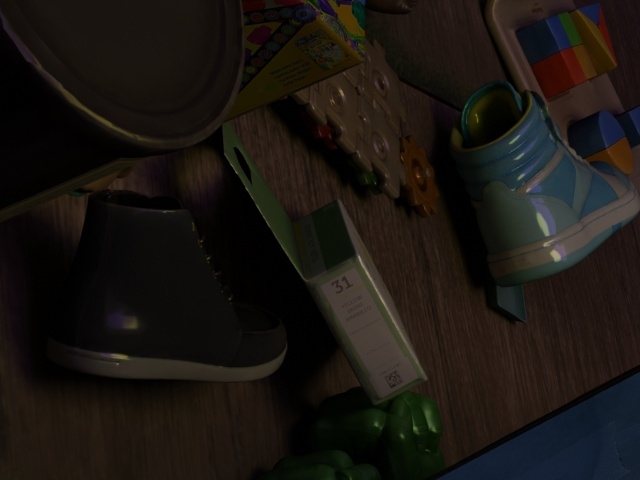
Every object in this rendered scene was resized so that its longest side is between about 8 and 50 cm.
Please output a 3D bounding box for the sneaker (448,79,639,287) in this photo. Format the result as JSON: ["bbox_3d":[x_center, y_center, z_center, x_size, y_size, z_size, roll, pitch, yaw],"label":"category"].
[{"bbox_3d":[0.250,-0.091,1.573,0.319,0.127,0.208,-33,103,-60],"label":"sneaker"}]

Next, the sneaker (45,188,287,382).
[{"bbox_3d":[-0.086,0.031,0.981,0.222,0.083,0.118,4,102,-57],"label":"sneaker"}]

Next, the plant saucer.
[{"bbox_3d":[0.197,-0.004,1.575,0.067,0.018,0.192,31,49,-48],"label":"plant saucer"}]

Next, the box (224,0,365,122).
[{"bbox_3d":[-0.111,-0.289,1.080,0.279,0.177,0.290,38,43,-42],"label":"box"}]

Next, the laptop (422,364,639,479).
[{"bbox_3d":[0.176,0.344,1.014,0.408,0.236,0.382,-75,154,-44],"label":"laptop"}]

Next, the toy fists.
[{"bbox_3d":[0.030,0.206,1.101,0.142,0.096,0.279,64,32,-9],"label":"toy fists"}]

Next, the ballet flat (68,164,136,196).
[{"bbox_3d":[-0.145,-0.079,0.912,0.080,0.073,0.232,48,2,-6],"label":"ballet flat"}]

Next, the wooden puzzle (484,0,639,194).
[{"bbox_3d":[0.357,-0.189,1.882,0.322,0.080,0.348,-27,96,-60],"label":"wooden puzzle"}]

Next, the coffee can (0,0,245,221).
[{"bbox_3d":[-0.206,-0.096,0.712,0.201,0.275,0.201,36,44,-44],"label":"coffee can"}]

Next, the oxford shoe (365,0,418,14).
[{"bbox_3d":[0.071,-0.408,1.455,0.132,0.130,0.364,20,77,-51],"label":"oxford shoe"}]

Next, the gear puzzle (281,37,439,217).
[{"bbox_3d":[0.023,-0.134,1.352,0.339,0.044,0.175,43,38,-43],"label":"gear puzzle"}]

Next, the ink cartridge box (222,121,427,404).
[{"bbox_3d":[0.000,0.000,1.148,0.235,0.056,0.171,62,3,-16],"label":"ink cartridge box"}]
